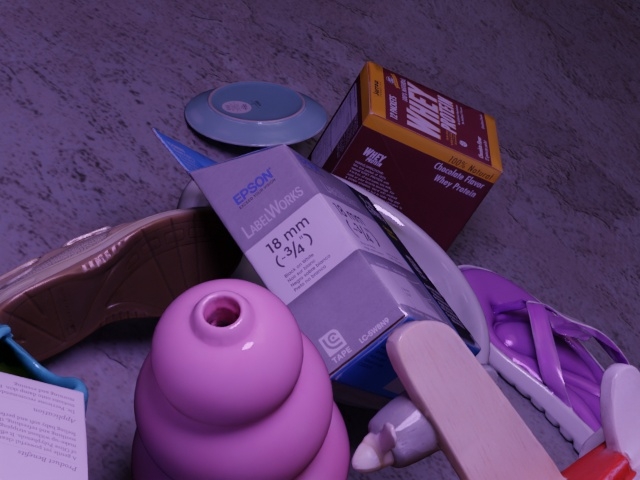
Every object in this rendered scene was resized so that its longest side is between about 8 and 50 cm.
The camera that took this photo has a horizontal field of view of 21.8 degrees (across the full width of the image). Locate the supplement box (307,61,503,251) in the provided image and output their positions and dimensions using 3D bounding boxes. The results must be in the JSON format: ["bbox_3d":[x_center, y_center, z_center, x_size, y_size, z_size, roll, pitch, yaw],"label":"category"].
[{"bbox_3d":[0.099,-0.088,2.129,0.191,0.194,0.129,23,33,-16],"label":"supplement box"}]

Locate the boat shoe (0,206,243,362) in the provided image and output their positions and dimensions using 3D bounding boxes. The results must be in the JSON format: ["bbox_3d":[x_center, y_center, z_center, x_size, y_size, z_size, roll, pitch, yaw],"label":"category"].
[{"bbox_3d":[-0.219,0.033,1.700,0.302,0.109,0.098,-25,29,-28],"label":"boat shoe"}]

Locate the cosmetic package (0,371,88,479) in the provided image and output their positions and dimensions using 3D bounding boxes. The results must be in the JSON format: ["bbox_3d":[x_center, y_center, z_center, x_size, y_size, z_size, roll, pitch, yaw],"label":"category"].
[{"bbox_3d":[-0.294,0.271,1.317,0.197,0.155,0.366,18,35,-22],"label":"cosmetic package"}]

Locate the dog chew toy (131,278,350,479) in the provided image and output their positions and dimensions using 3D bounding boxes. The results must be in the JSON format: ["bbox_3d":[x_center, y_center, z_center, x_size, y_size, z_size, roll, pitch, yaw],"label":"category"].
[{"bbox_3d":[-0.078,0.155,1.497,0.206,0.332,0.207,-1,54,2],"label":"dog chew toy"}]

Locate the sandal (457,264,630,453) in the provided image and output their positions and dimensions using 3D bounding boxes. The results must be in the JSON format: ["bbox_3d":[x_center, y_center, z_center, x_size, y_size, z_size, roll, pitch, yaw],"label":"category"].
[{"bbox_3d":[0.325,0.158,2.077,0.169,0.102,0.416,-13,53,-50],"label":"sandal"}]

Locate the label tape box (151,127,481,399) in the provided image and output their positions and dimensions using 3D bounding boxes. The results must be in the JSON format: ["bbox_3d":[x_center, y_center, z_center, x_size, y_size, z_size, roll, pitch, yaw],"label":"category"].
[{"bbox_3d":[0.000,0.000,1.712,0.334,0.106,0.240,54,11,23],"label":"label tape box"}]

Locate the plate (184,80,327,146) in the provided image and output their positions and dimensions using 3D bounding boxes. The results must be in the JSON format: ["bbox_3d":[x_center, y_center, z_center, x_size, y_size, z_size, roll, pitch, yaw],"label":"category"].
[{"bbox_3d":[-0.084,-0.173,2.178,0.188,0.024,0.188,3,30,-2],"label":"plate"}]

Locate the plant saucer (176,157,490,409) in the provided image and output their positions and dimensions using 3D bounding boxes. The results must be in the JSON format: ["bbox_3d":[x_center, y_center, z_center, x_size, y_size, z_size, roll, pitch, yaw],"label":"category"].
[{"bbox_3d":[0.001,0.068,1.915,0.400,0.100,0.400,23,32,-16],"label":"plant saucer"}]

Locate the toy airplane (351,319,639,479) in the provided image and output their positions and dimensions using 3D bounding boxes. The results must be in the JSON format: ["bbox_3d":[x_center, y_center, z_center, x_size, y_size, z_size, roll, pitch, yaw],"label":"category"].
[{"bbox_3d":[0.193,0.290,1.578,0.384,0.272,0.386,15,67,-39],"label":"toy airplane"}]

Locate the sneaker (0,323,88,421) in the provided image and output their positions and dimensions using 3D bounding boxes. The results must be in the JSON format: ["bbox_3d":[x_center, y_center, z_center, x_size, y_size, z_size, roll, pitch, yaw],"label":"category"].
[{"bbox_3d":[-0.335,0.102,1.558,0.275,0.110,0.107,32,31,0],"label":"sneaker"}]
